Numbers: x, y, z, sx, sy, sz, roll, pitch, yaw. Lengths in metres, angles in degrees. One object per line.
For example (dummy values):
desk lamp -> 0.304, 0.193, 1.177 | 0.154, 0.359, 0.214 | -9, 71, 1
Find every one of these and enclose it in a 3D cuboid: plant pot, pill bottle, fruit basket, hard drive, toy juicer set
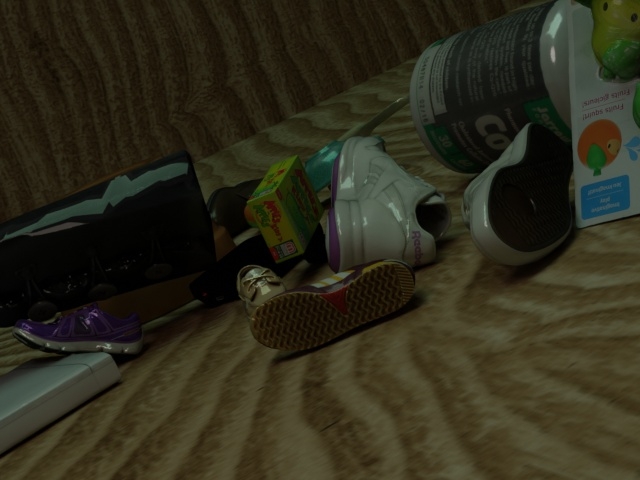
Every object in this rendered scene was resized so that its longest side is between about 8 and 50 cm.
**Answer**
plant pot -> -0.290, 0.000, 2.122 | 0.291, 0.203, 0.291 | -23, 10, 4
pill bottle -> 0.312, -0.218, 1.875 | 0.361, 0.204, 0.204 | -13, 15, 48
fruit basket -> 0.382, -0.214, 1.422 | 0.327, 0.353, 0.165 | -14, -27, 42
hard drive -> -0.442, 0.240, 1.687 | 0.353, 0.047, 0.233 | -32, 13, -36
toy juicer set -> 0.013, -0.107, 2.343 | 0.329, 0.089, 0.209 | -38, 2, -24

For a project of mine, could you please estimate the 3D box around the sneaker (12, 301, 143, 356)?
sneaker -> -0.316, 0.114, 1.804 | 0.170, 0.071, 0.068 | 4, -10, -20

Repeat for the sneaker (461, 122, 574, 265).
sneaker -> 0.205, -0.024, 1.516 | 0.123, 0.106, 0.290 | -48, 1, 29

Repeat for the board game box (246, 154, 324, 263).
board game box -> -0.045, -0.045, 1.868 | 0.043, 0.092, 0.181 | -22, 14, 16

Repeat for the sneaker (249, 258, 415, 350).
sneaker -> 0.015, 0.070, 1.499 | 0.186, 0.069, 0.084 | -17, 2, 6

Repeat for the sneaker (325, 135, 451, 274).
sneaker -> 0.086, -0.039, 1.730 | 0.152, 0.114, 0.305 | -1, 29, 3

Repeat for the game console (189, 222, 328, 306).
game console -> 0.000, 0.000, 1.921 | 0.361, 0.044, 0.213 | -18, 12, 28

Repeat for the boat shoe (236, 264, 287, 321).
boat shoe -> -0.076, 0.063, 1.725 | 0.063, 0.059, 0.170 | -26, 11, -12

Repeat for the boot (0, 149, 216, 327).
boot -> -0.363, 0.068, 1.901 | 0.445, 0.146, 0.367 | -23, -21, -15

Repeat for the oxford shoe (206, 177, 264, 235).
oxford shoe -> -0.128, -0.066, 2.431 | 0.096, 0.082, 0.227 | -12, 16, 32
